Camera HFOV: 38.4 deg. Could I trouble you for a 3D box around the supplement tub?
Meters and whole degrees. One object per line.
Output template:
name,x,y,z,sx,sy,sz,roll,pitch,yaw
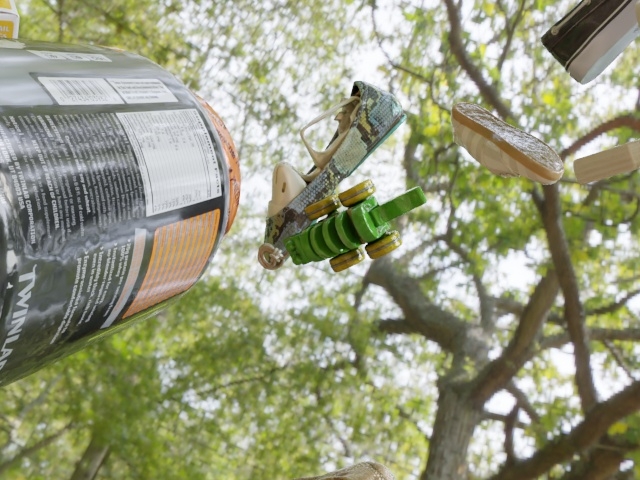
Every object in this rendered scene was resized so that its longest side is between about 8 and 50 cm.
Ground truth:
supplement tub,-0.178,-0.023,0.550,0.194,0.316,0.193,3,-81,18

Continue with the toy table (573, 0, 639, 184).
toy table,0.371,-0.110,0.825,0.252,0.161,0.274,-37,-106,53

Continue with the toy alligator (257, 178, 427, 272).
toy alligator,0.000,0.000,0.711,0.190,0.051,0.056,-22,-85,43

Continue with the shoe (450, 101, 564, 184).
shoe,0.253,-0.124,1.272,0.077,0.219,0.058,-3,-59,-30

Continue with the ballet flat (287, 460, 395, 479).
ballet flat,-0.015,0.282,0.958,0.206,0.067,0.073,-33,-102,31

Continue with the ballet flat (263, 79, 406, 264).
ballet flat,-0.005,-0.064,0.813,0.070,0.188,0.070,38,-7,6

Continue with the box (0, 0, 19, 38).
box,-0.392,-0.181,0.983,0.103,0.114,0.203,-1,-50,-28

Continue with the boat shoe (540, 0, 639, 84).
boat shoe,0.404,-0.340,1.151,0.105,0.113,0.306,50,-55,14
